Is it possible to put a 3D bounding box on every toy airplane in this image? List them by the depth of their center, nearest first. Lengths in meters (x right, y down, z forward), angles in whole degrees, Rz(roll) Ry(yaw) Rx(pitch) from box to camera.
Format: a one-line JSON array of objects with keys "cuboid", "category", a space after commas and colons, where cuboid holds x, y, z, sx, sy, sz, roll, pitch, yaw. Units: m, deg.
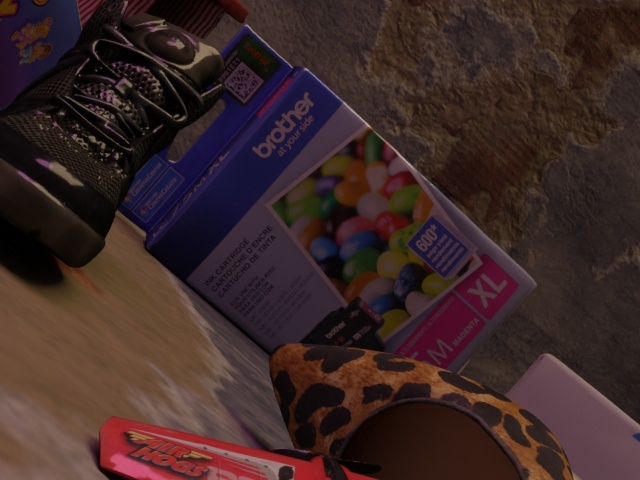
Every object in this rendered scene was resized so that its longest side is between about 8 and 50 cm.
[{"cuboid": [0.008, 0.091, 0.295, 0.151, 0.028, 0.151, 17, 7, -2], "category": "toy airplane"}]

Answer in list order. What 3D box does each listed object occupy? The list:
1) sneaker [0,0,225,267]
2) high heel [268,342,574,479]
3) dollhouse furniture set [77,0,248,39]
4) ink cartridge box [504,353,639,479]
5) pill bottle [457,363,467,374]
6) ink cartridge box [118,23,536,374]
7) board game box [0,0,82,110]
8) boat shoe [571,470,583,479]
[{"cuboid": [-0.110, -0.062, 0.512, 0.087, 0.130, 0.227, 40, 2, -11], "category": "sneaker"}, {"cuboid": [0.034, 0.101, 0.387, 0.261, 0.093, 0.186, 37, 7, 33], "category": "high heel"}, {"cuboid": [-0.270, -0.251, 1.018, 0.374, 0.201, 0.152, 40, 3, 35], "category": "dollhouse furniture set"}, {"cuboid": [0.339, 0.322, 1.008, 0.395, 0.166, 0.285, 41, 1, -38], "category": "ink cartridge box"}, {"cuboid": [0.037, 0.050, 1.246, 0.301, 0.169, 0.169, 42, 0, -20], "category": "pill bottle"}, {"cuboid": [0.000, 0.000, 0.829, 0.311, 0.186, 0.065, 42, 2, -13], "category": "ink cartridge box"}, {"cuboid": [-0.260, -0.250, 0.626, 0.233, 0.078, 0.347, 42, -24, 15], "category": "board game box"}, {"cuboid": [0.161, 0.209, 0.655, 0.109, 0.091, 0.305, 41, -1, 30], "category": "boat shoe"}]
